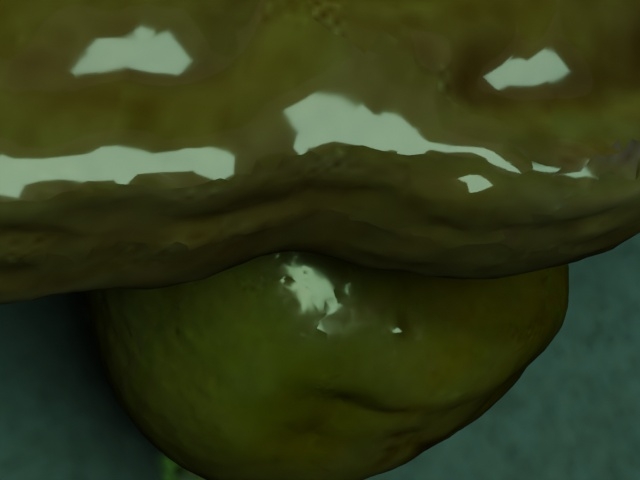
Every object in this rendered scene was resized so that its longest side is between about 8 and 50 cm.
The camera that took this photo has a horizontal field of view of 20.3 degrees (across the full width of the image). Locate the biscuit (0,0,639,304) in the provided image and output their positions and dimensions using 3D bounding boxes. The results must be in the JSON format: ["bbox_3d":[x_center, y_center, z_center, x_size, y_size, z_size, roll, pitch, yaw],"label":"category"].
[{"bbox_3d":[-0.031,-0.141,0.433,0.455,0.078,0.350,-16,68,-24],"label":"biscuit"}]

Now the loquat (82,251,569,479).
[{"bbox_3d":[0.000,0.000,0.462,0.137,0.113,0.137,19,40,-17],"label":"loquat"}]
